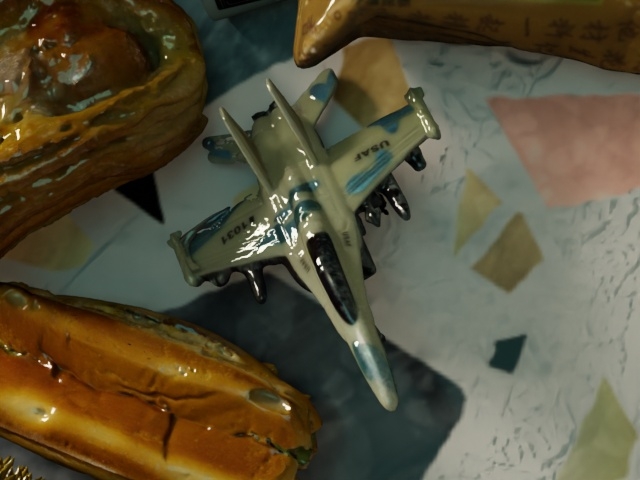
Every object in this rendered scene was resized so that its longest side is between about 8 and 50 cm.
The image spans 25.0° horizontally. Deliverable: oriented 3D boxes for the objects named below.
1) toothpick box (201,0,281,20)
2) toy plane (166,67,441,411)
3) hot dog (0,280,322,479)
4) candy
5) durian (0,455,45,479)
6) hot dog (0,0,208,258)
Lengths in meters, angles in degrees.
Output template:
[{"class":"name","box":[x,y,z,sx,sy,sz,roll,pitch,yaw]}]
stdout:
[{"class":"toothpick box","box":[-0.039,-0.182,0.960,0.083,0.052,0.052,-16,74,13]},{"class":"toy plane","box":[0.005,0.005,0.881,0.192,0.088,0.262,-30,57,9]},{"class":"hot dog","box":[-0.123,0.096,0.910,0.269,0.072,0.115,21,85,20]},{"class":"candy","box":[0.120,-0.169,0.892,0.271,0.101,0.143,3,88,7]},{"class":"durian","box":[-0.258,0.210,0.887,0.237,0.138,0.193,16,85,15]},{"class":"hot dog","box":[-0.200,-0.081,0.945,0.259,0.114,0.175,-32,61,7]}]
